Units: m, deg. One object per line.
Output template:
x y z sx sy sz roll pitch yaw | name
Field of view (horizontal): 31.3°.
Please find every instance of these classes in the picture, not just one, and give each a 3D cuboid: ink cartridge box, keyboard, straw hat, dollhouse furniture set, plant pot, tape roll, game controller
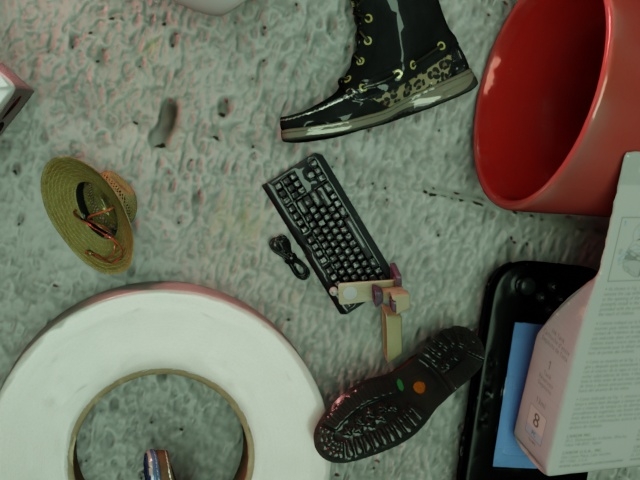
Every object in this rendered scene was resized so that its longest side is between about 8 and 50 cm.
0.401 0.072 1.275 0.308 0.091 0.385 -1 114 -20 | ink cartridge box
0.000 0.000 1.321 0.108 0.023 0.180 -32 99 -4 | keyboard
-0.237 -0.039 1.256 0.061 0.144 0.144 -38 103 -42 | straw hat
0.055 0.097 1.301 0.081 0.091 0.114 -6 113 -6 | dollhouse furniture set
0.336 -0.141 1.252 0.243 0.275 0.275 13 94 -20 | plant pot
-0.179 0.241 1.295 0.392 0.072 0.392 -1 97 -10 | tape roll
0.257 0.183 1.359 0.166 0.067 0.319 7 96 -9 | game controller

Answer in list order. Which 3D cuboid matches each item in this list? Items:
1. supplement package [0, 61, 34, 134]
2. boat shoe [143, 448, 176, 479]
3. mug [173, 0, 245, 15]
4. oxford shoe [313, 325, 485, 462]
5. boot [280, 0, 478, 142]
-0.413 -0.127 1.150 0.149 0.203 0.194 40 90 -11 | supplement package
-0.145 0.304 1.244 0.066 0.066 0.183 -17 109 -12 | boat shoe
-0.109 -0.433 1.130 0.374 0.276 0.328 -41 107 -4 | mug
0.087 0.189 1.307 0.227 0.096 0.083 -28 75 -22 | oxford shoe
0.045 -0.216 1.273 0.236 0.085 0.178 -19 97 -13 | boot
